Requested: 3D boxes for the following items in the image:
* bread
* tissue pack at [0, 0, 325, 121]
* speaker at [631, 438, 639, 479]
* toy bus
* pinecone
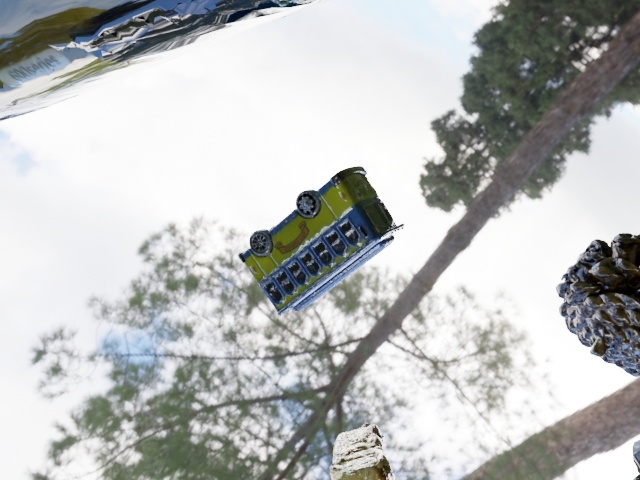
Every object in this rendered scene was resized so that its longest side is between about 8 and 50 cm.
[{"bbox_3d":[0.089,0.451,1.233,0.275,0.114,0.185,56,-158,-87],"label":"bread"},{"bbox_3d":[-0.170,-0.260,0.516,0.253,0.416,0.264,-40,-64,-46],"label":"tissue pack"},{"bbox_3d":[0.301,0.272,0.583,0.330,0.259,0.198,65,-158,-13],"label":"speaker"},{"bbox_3d":[0.000,0.000,1.333,0.175,0.287,0.138,55,-153,7],"label":"toy bus"},{"bbox_3d":[0.530,0.096,1.185,0.243,0.243,0.257,28,-129,-12],"label":"pinecone"}]
